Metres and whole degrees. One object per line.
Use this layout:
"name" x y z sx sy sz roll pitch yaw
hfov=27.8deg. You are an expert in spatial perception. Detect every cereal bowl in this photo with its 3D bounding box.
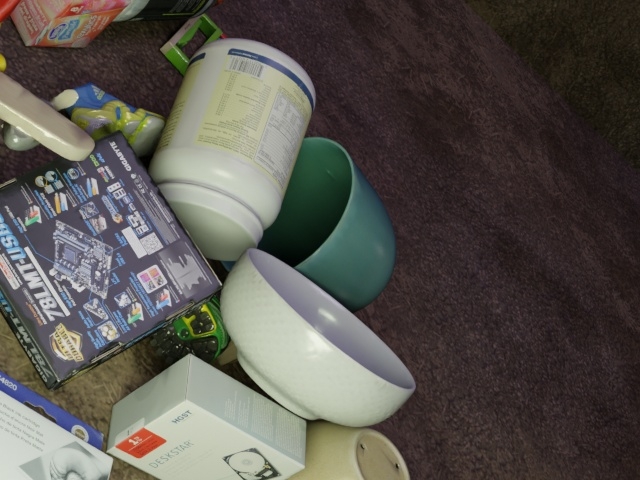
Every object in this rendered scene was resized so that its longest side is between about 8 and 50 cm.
"cereal bowl" -0.025 0.168 1.967 0.339 0.141 0.339 39 6 -5

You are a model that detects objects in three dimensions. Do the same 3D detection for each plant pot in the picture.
"plant pot" 0.000 0.000 2.310 0.235 0.293 0.293 42 31 -41
"plant pot" 0.030 0.396 2.042 0.284 0.191 0.284 35 35 -29

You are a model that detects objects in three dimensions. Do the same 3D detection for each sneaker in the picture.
"sneaker" -0.350 -0.218 2.217 0.126 0.091 0.240 52 17 19
"sneaker" -0.264 0.052 2.064 0.344 0.134 0.146 59 13 6

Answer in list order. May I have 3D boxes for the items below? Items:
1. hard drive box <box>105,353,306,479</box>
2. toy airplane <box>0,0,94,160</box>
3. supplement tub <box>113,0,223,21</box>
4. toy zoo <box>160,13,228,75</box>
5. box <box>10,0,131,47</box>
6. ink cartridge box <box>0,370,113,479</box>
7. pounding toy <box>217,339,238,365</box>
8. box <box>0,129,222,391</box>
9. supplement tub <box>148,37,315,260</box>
"hard drive box" -0.165 0.286 1.892 0.232 0.181 0.089 34 38 -29
"toy airplane" -0.530 -0.265 1.800 0.384 0.272 0.386 -8 68 -43
"supplement tub" -0.315 -0.518 2.439 0.338 0.207 0.207 -17 74 -58
"toy zoo" -0.181 -0.318 2.599 0.293 0.030 0.192 47 32 -14
"box" -0.484 -0.497 2.250 0.154 0.142 0.300 -11 69 -56
"ink cartridge box" -0.381 0.286 1.725 0.223 0.045 0.224 37 35 -27
"pounding toy" -0.113 0.137 2.174 0.141 0.130 0.100 -13 78 -53
"box" -0.342 0.023 1.892 0.293 0.073 0.296 -31 84 -29
"supplement tub" -0.157 -0.153 2.203 0.235 0.235 0.325 34 60 -31
